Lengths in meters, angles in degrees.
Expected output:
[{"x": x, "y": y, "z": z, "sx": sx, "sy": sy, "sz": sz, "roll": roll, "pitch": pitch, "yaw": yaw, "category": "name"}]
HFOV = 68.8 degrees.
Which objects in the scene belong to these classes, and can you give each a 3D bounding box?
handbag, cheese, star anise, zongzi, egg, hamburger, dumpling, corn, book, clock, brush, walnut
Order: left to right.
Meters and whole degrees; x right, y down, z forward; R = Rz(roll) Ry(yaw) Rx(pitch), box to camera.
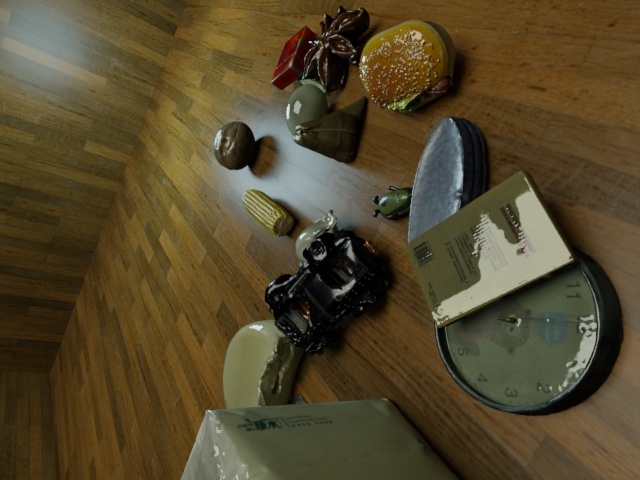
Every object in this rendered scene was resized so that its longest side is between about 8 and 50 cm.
[{"x": -0.286, "y": -0.316, "z": 1.560, "sx": 0.140, "sy": 0.140, "sz": 0.162, "roll": 22, "pitch": 110, "yaw": 53, "category": "walnut"}, {"x": -0.137, "y": 0.325, "z": 1.133, "sx": 0.233, "sy": 0.127, "sz": 0.266, "roll": 3, "pitch": 81, "yaw": 52, "category": "cheese"}, {"x": -0.157, "y": -0.084, "z": 1.349, "sx": 0.248, "sy": 0.081, "sz": 0.081, "roll": 39, "pitch": 108, "yaw": 51, "category": "corn"}, {"x": -0.038, "y": -0.346, "z": 1.269, "sx": 0.114, "sy": 0.114, "sz": 0.152, "roll": 26, "pitch": 106, "yaw": 53, "category": "egg"}, {"x": -0.023, "y": -0.452, "z": 1.361, "sx": 0.033, "sy": 0.030, "sz": 0.178, "roll": -44, "pitch": 46, "yaw": 6, "category": "brush"}, {"x": 0.000, "y": 0.000, "z": 1.109, "sx": 0.127, "sy": 0.108, "sz": 0.188, "roll": -76, "pitch": 12, "yaw": -49, "category": "dumpling"}, {"x": 0.026, "y": -0.292, "z": 1.131, "sx": 0.078, "sy": 0.160, "sz": 0.176, "roll": 22, "pitch": 96, "yaw": 57, "category": "zongzi"}, {"x": 0.049, "y": -0.504, "z": 1.241, "sx": 0.220, "sy": 0.099, "sz": 0.214, "roll": 23, "pitch": 109, "yaw": 48, "category": "star anise"}, {"x": 0.162, "y": -0.081, "z": 0.971, "sx": 0.111, "sy": 0.047, "sz": 0.072, "roll": -20, "pitch": 63, "yaw": 49, "category": "handbag"}, {"x": 0.179, "y": -0.357, "z": 0.969, "sx": 0.210, "sy": 0.173, "sz": 0.116, "roll": 2, "pitch": 41, "yaw": 51, "category": "hamburger"}, {"x": 0.249, "y": 0.017, "z": 0.726, "sx": 0.231, "sy": 0.026, "sz": 0.161, "roll": -37, "pitch": 56, "yaw": 34, "category": "book"}, {"x": 0.298, "y": 0.122, "z": 0.715, "sx": 0.280, "sy": 0.055, "sz": 0.280, "roll": -23, "pitch": 59, "yaw": 46, "category": "clock"}]

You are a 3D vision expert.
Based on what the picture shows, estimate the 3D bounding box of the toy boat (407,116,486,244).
[{"x": 0.235, "y": -0.096, "z": 0.860, "sx": 0.127, "sy": 0.078, "sz": 0.283, "roll": 1, "pitch": 79, "yaw": 55, "category": "toy boat"}]

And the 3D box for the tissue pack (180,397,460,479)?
[{"x": 0.015, "y": 0.401, "z": 0.704, "sx": 0.297, "sy": 0.380, "sz": 0.207, "roll": 36, "pitch": 109, "yaw": 50, "category": "tissue pack"}]

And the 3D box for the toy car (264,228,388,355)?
[{"x": 0.016, "y": 0.112, "z": 1.016, "sx": 0.301, "sy": 0.118, "sz": 0.193, "roll": -46, "pitch": 72, "yaw": 26, "category": "toy car"}]

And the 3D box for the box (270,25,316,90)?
[{"x": -0.084, "y": -0.558, "z": 1.429, "sx": 0.112, "sy": 0.048, "sz": 0.175, "roll": -18, "pitch": 50, "yaw": 47, "category": "box"}]

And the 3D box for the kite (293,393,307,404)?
[{"x": -0.040, "y": 0.473, "z": 1.051, "sx": 0.229, "sy": 0.012, "sz": 0.250, "roll": -31, "pitch": 55, "yaw": 43, "category": "kite"}]
